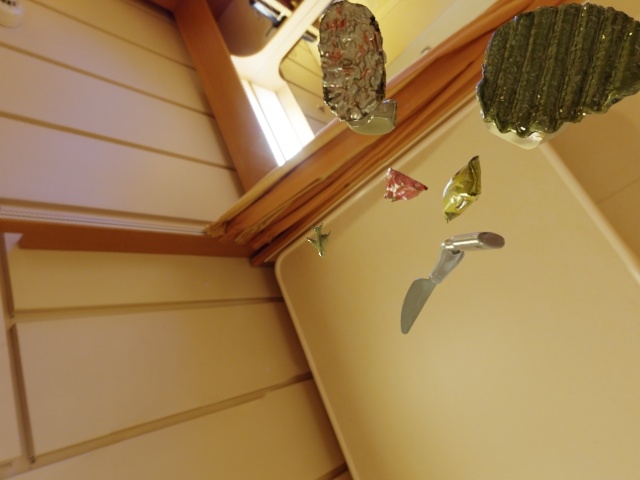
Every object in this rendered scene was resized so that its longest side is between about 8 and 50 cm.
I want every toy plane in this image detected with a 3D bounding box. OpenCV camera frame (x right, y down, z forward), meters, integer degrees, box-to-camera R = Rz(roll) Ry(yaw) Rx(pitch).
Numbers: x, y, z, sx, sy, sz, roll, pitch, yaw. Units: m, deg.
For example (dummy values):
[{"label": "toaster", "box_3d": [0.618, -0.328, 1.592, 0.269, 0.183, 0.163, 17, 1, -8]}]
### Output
[{"label": "toy plane", "box_3d": [0.000, 0.000, 1.451, 0.040, 0.103, 0.111, -10, -95, -51]}]

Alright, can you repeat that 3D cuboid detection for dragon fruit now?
[{"label": "dragon fruit", "box_3d": [0.279, -0.173, 1.490, 0.153, 0.110, 0.153, 25, -164, -8]}]

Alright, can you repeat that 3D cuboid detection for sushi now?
[{"label": "sushi", "box_3d": [0.045, -0.241, 0.594, 0.078, 0.091, 0.150, -47, -45, -67]}]

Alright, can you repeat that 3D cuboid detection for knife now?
[{"label": "knife", "box_3d": [0.317, 0.138, 1.304, 0.080, 0.331, 0.044, 31, -168, -4]}]

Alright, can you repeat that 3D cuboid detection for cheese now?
[{"label": "cheese", "box_3d": [0.197, -0.471, 1.672, 0.175, 0.203, 0.090, 60, -152, -76]}]

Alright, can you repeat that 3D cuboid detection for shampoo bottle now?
[{"label": "shampoo bottle", "box_3d": [0.368, 0.005, 1.070, 0.080, 0.165, 0.040, 10, -97, -20]}]

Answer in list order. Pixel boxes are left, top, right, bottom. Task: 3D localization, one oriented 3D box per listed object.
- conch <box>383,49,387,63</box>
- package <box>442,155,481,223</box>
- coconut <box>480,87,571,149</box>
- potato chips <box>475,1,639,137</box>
[{"label": "conch", "box_3d": [0.171, -0.582, 1.369, 0.085, 0.056, 0.076, 39, 174, -15]}, {"label": "package", "box_3d": [0.491, -0.173, 1.509, 0.090, 0.226, 0.168, 15, -115, -7]}, {"label": "coconut", "box_3d": [0.716, -0.470, 1.465, 0.323, 0.323, 0.322, 34, -145, -29]}, {"label": "potato chips", "box_3d": [0.552, -0.416, 1.002, 0.070, 0.359, 0.428, 47, -124, -44]}]
